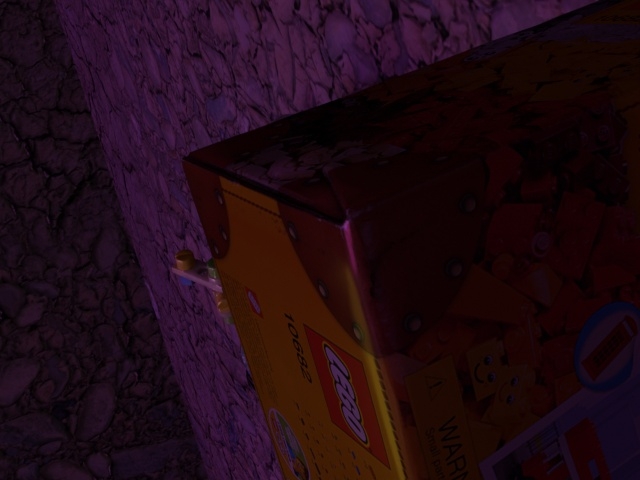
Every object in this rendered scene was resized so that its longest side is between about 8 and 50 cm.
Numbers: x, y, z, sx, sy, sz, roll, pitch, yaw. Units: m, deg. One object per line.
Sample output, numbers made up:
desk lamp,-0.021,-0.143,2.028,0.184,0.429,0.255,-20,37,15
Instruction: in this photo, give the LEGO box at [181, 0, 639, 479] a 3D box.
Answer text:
LEGO box,0.184,0.126,0.554,0.193,0.373,0.500,26,136,60

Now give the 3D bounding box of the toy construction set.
toy construction set,-0.058,0.100,1.360,0.327,0.215,0.151,53,156,33

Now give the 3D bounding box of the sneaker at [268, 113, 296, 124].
sneaker,-0.001,-0.001,1.269,0.182,0.128,0.315,121,130,-70

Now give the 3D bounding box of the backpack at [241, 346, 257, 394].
backpack,-0.061,0.158,1.534,0.115,0.152,0.182,27,128,21
